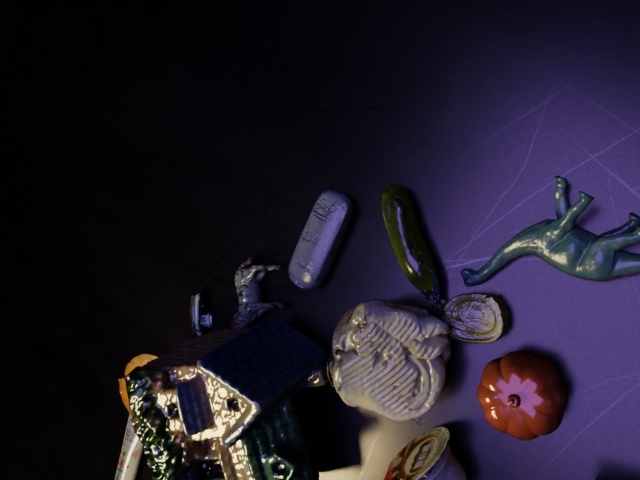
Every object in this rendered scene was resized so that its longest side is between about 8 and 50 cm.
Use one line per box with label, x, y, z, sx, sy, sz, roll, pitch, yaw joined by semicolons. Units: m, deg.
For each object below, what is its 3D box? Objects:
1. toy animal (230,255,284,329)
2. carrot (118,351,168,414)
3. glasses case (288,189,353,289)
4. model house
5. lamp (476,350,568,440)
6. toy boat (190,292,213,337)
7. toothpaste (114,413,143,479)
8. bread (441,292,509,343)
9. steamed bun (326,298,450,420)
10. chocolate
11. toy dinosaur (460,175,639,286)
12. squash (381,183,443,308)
toy animal;-0.183;0.176;1.632;0.170;0.090;0.255;8;89;35
carrot;-0.420;0.406;1.656;0.196;0.254;0.196;-1;87;25
glasses case;0.000;0.000;1.548;0.109;0.067;0.282;30;100;30
model house;-0.181;0.454;1.438;0.400;0.395;0.445;-12;93;27
lamp;0.431;0.333;1.229;0.188;0.164;0.187;-2;86;32
toy boat;-0.362;0.231;1.750;0.066;0.059;0.140;-1;84;3
toothpaste;-0.608;0.667;1.860;0.100;0.066;0.323;12;88;29
bread;0.359;0.182;1.336;0.156;0.064;0.117;-1;82;31
steamed bun;0.164;0.271;1.375;0.280;0.207;0.268;13;99;3
chocolate;0.254;0.555;1.323;0.221;0.221;0.147;-36;90;23
toy dinosaur;0.534;0.062;1.239;0.383;0.129;0.331;37;116;25
squash;0.223;0.014;1.413;0.087;0.087;0.331;-26;76;26
